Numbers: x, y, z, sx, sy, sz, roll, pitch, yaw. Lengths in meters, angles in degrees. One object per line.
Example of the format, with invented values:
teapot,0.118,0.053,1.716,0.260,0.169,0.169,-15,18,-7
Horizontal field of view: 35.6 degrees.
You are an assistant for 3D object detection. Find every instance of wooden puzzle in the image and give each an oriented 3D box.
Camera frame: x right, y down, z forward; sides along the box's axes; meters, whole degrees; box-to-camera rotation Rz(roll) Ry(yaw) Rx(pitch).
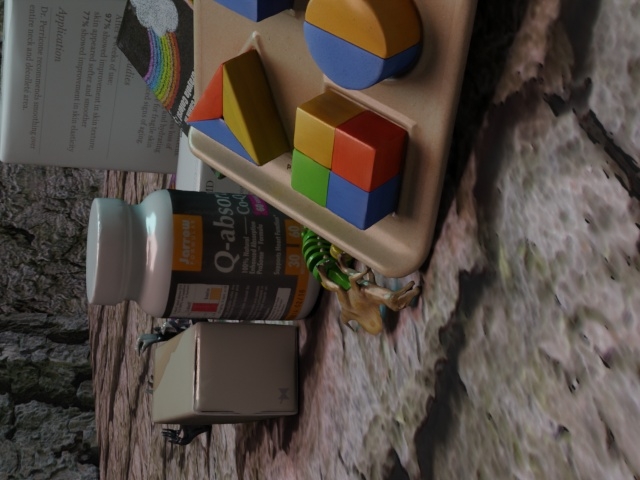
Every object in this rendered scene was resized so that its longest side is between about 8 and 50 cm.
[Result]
wooden puzzle,-0.020,-0.165,0.913,0.322,0.080,0.348,33,132,29

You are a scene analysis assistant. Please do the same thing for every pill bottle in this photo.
pill bottle,-0.147,0.019,1.254,0.162,0.278,0.162,-177,90,-71

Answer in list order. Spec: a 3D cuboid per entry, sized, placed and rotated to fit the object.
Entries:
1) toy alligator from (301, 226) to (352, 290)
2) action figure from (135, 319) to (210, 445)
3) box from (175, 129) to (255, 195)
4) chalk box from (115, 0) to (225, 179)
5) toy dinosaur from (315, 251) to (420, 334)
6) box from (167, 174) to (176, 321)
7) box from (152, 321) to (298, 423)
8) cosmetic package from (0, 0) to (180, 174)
toy alligator,0.000,0.000,1.174,0.190,0.051,0.056,-109,29,-49
action figure,-0.249,0.220,1.744,0.164,0.141,0.276,-119,34,-61
box,-0.151,-0.090,1.535,0.182,0.119,0.181,-146,60,-69
chalk box,-0.074,-0.206,1.159,0.289,0.179,0.180,52,146,12
toy dinosaur,0.034,0.058,1.031,0.093,0.053,0.183,62,155,3
box,-0.255,-0.011,1.923,0.201,0.057,0.293,117,150,-51
box,-0.144,0.198,1.426,0.311,0.148,0.121,149,123,-66
cosmetic package,-0.337,-0.337,1.698,0.327,0.393,0.329,-109,29,-47
